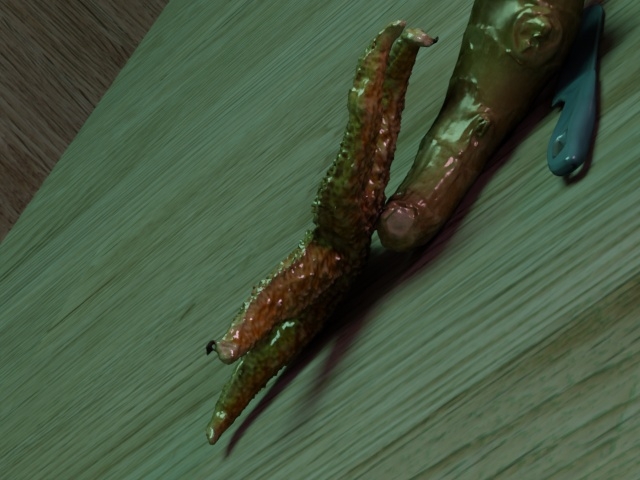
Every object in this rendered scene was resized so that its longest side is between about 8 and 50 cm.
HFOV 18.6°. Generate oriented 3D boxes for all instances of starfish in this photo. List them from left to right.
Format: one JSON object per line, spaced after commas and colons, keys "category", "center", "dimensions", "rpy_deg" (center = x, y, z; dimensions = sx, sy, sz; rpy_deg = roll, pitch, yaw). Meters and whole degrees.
{"category": "starfish", "center": [0.004, 0.002, 1.358], "dimensions": [0.302, 0.060, 0.299], "rpy_deg": [-61, -6, -25]}

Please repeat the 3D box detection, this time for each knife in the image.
{"category": "knife", "center": [0.178, -0.109, 1.359], "dimensions": [0.044, 0.019, 0.313], "rpy_deg": [-42, 12, 26]}

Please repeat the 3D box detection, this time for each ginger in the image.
{"category": "ginger", "center": [0.125, -0.124, 1.400], "dimensions": [0.333, 0.081, 0.148], "rpy_deg": [-64, 16, -20]}
